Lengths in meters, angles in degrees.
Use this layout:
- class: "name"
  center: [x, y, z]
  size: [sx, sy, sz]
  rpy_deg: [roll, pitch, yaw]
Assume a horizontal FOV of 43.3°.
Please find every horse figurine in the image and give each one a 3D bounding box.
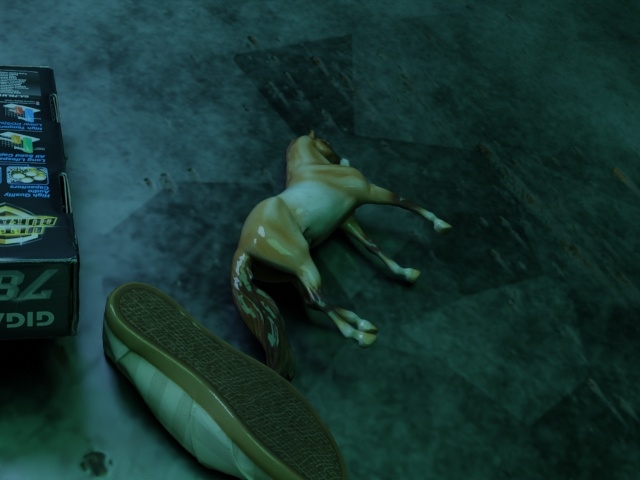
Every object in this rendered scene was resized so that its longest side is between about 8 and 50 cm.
- class: "horse figurine"
  center: [0.000, 0.000, 0.696]
  size: [0.174, 0.066, 0.263]
  rpy_deg: [36, 47, 5]

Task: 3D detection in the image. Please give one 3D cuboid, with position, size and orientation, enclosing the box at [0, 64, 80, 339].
- class: "box"
  center: [-0.329, -0.041, 0.561]
  size: [0.295, 0.073, 0.293]
  rpy_deg: [-2, 36, -21]

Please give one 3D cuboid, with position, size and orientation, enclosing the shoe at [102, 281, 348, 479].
- class: "shoe"
  center: [-0.074, 0.118, 0.584]
  size: [0.219, 0.058, 0.076]
  rpy_deg: [40, 30, 10]
